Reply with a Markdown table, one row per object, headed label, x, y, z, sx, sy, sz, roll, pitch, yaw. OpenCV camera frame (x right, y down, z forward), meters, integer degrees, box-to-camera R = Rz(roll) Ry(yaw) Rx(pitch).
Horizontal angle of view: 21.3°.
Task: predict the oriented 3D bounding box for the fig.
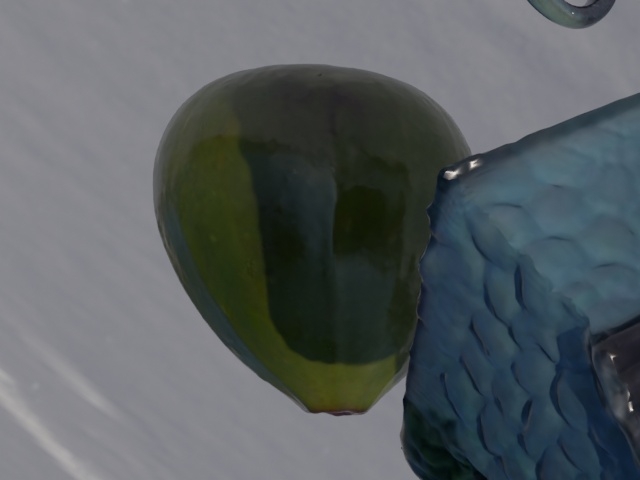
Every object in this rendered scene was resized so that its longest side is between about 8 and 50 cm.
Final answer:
| label | x | y | z | sx | sy | sz | roll | pitch | yaw |
| --- | --- | --- | --- | --- | --- | --- | --- | --- | --- |
| fig | 0.000 | 0.000 | 1.522 | 0.316 | 0.316 | 0.316 | 29 | 157 | 14 |

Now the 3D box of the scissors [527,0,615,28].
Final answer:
| label | x | y | z | sx | sy | sz | roll | pitch | yaw |
| --- | --- | --- | --- | --- | --- | --- | --- | --- | --- |
| scissors | 0.261 | -0.191 | 1.205 | 0.029 | 0.256 | 0.383 | -16 | 143 | 41 |

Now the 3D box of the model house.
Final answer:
| label | x | y | z | sx | sy | sz | roll | pitch | yaw |
| --- | --- | --- | --- | --- | --- | --- | --- | --- | --- |
| model house | 0.284 | 0.103 | 0.978 | 0.339 | 0.360 | 0.297 | 50 | 149 | 36 |
